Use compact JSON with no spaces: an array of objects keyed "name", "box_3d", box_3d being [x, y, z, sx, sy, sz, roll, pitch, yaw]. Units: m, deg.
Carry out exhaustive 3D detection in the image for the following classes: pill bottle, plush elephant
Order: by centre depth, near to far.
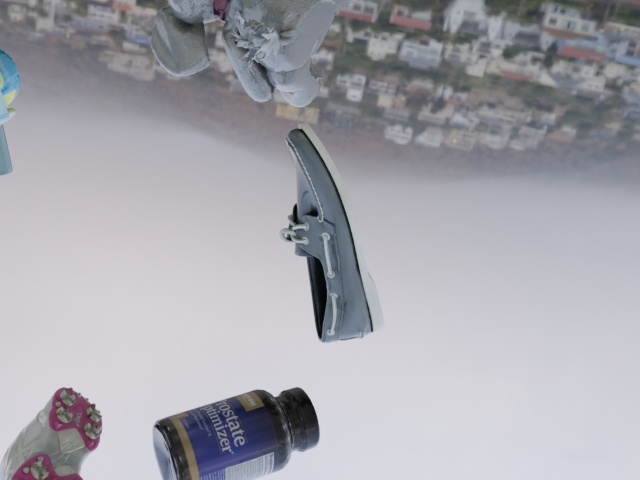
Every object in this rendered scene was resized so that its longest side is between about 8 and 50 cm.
[{"name":"pill bottle","box_3d":[-0.118,0.284,1.148,0.219,0.123,0.123,-13,-151,-26]},{"name":"plush elephant","box_3d":[-0.115,-0.358,1.197,0.255,0.272,0.330,35,-153,13]}]

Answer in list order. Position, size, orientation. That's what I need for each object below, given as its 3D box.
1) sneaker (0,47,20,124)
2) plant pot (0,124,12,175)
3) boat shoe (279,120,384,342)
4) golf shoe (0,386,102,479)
[{"name":"sneaker","box_3d":[-0.395,-0.128,0.781,0.208,0.127,0.319,-23,-150,-15]},{"name":"plant pot","box_3d":[-0.634,-0.242,1.217,0.247,0.252,0.248,-14,-143,-33]},{"name":"boat shoe","box_3d":[0.000,0.000,1.086,0.099,0.319,0.116,-21,-157,-5]},{"name":"golf shoe","box_3d":[-0.408,0.348,1.152,0.115,0.140,0.306,48,-162,-19]}]
